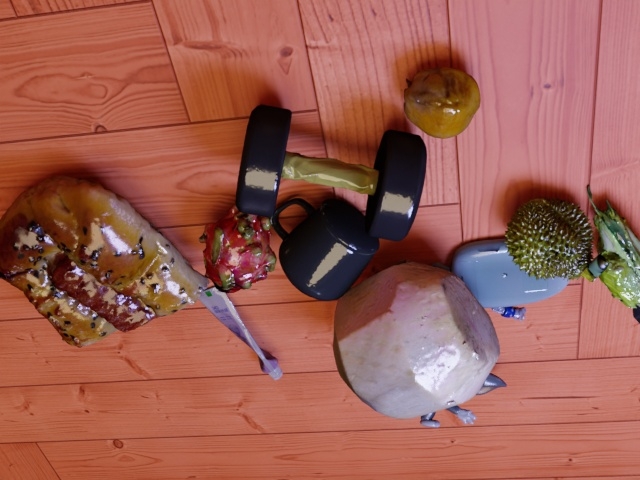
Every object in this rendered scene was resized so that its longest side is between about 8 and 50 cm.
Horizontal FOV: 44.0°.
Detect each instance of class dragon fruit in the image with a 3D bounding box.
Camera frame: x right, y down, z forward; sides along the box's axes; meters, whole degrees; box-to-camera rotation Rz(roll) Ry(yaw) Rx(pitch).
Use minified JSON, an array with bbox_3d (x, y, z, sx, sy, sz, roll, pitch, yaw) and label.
[{"bbox_3d":[-0.168,0.014,1.613,0.160,0.166,0.172,1,129,1],"label":"dragon fruit"}]

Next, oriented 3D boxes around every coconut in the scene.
[{"bbox_3d":[0.182,0.209,1.642,0.352,0.353,0.353,3,131,3],"label":"coconut"}]

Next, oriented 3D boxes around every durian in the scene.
[{"bbox_3d":[0.452,0.001,1.545,0.198,0.159,0.146,21,143,-17],"label":"durian"},{"bbox_3d":[0.614,0.055,1.585,0.106,0.132,0.375,-30,109,34],"label":"durian"}]

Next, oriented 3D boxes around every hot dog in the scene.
[{"bbox_3d":[-0.487,0.038,1.656,0.367,0.196,0.365,-20,123,19],"label":"hot dog"}]

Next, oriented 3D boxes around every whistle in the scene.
[{"bbox_3d":[0.423,0.158,1.771,0.083,0.029,0.033,14,94,-13],"label":"whistle"}]

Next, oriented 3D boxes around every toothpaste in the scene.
[{"bbox_3d":[-0.182,0.222,1.875,0.075,0.048,0.301,-4,130,47],"label":"toothpaste"}]

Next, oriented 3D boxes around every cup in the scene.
[{"bbox_3d":[0.000,0.000,1.600,0.223,0.169,0.176,45,121,4],"label":"cup"}]

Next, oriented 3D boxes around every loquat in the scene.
[{"bbox_3d":[0.211,-0.246,1.391,0.137,0.113,0.137,15,155,8],"label":"loquat"}]

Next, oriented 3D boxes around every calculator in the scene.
[{"bbox_3d":[0.382,0.073,1.690,0.298,0.041,0.185,-5,130,11],"label":"calculator"}]

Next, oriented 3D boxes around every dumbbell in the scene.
[{"bbox_3d":[0.017,-0.122,1.450,0.322,0.204,0.204,10,131,-4],"label":"dumbbell"}]

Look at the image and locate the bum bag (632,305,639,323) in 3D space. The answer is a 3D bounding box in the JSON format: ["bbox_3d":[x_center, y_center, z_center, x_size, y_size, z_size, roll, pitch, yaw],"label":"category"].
[{"bbox_3d":[0.807,0.092,1.633,0.340,0.095,0.144,-30,125,31],"label":"bum bag"}]

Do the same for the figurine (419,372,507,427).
[{"bbox_3d":[0.297,0.354,1.886,0.193,0.140,0.265,45,137,-2],"label":"figurine"}]
